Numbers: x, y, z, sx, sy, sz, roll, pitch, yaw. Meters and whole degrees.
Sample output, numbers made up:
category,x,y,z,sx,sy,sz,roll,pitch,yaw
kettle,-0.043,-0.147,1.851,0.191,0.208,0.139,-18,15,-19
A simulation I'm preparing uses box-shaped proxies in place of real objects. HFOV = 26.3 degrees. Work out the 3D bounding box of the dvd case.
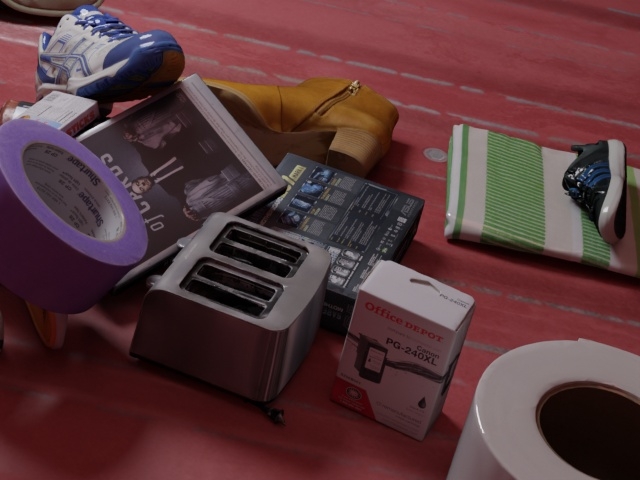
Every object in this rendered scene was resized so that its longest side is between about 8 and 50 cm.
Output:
category,x,y,z,sx,sy,sz,roll,pitch,yaw
dvd case,-0.183,-0.067,1.523,0.239,0.029,0.179,-32,75,-26

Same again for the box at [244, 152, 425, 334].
category,x,y,z,sx,sy,sz,roll,pitch,yaw
box,0.000,0.000,1.586,0.183,0.059,0.232,20,36,10

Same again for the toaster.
category,x,y,z,sx,sy,sz,roll,pitch,yaw
toaster,-0.083,0.073,1.414,0.186,0.110,0.168,20,36,10

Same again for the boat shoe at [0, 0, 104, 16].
category,x,y,z,sx,sy,sz,roll,pitch,yaw
boat shoe,-0.474,-0.393,1.941,0.340,0.127,0.113,4,8,-18

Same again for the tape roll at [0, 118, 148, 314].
category,x,y,z,sx,sy,sz,roll,pitch,yaw
tape roll,-0.267,-0.024,1.351,0.189,0.080,0.189,39,23,-20

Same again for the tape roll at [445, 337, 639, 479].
category,x,y,z,sx,sy,sz,roll,pitch,yaw
tape roll,0.238,0.231,1.242,0.246,0.169,0.246,9,34,-6

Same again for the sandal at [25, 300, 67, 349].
category,x,y,z,sx,sy,sz,roll,pitch,yaw
sandal,-0.331,0.010,1.431,0.076,0.102,0.265,-4,40,-27

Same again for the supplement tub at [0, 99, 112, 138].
category,x,y,z,sx,sy,sz,roll,pitch,yaw
supplement tub,-0.278,-0.098,1.594,0.198,0.106,0.106,10,35,-4

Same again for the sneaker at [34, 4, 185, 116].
category,x,y,z,sx,sy,sz,roll,pitch,yaw
sneaker,-0.267,-0.222,1.622,0.112,0.131,0.296,-5,-4,-39

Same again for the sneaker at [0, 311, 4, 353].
category,x,y,z,sx,sy,sz,roll,pitch,yaw
sneaker,-0.403,0.009,1.363,0.094,0.153,0.235,-22,48,-42

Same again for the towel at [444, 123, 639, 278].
category,x,y,z,sx,sy,sz,roll,pitch,yaw
towel,0.321,-0.042,1.771,0.325,0.038,0.248,14,36,-2

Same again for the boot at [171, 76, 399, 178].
category,x,y,z,sx,sy,sz,roll,pitch,yaw
boot,-0.050,-0.167,1.784,0.295,0.104,0.211,20,30,2

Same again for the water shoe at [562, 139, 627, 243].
category,x,y,z,sx,sy,sz,roll,pitch,yaw
water shoe,0.345,-0.059,1.728,0.080,0.073,0.203,-1,30,15

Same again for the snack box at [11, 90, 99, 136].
category,x,y,z,sx,sy,sz,roll,pitch,yaw
snack box,-0.320,-0.110,1.491,0.064,0.022,0.178,16,40,25

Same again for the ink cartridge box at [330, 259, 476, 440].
category,x,y,z,sx,sy,sz,roll,pitch,yaw
ink cartridge box,0.081,0.110,1.377,0.109,0.150,0.063,23,36,15
